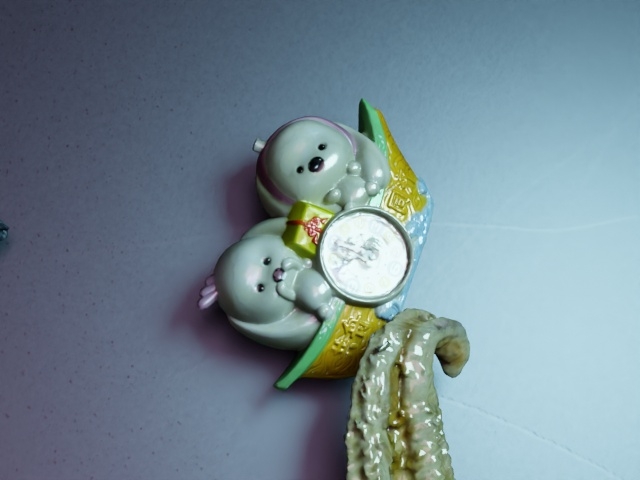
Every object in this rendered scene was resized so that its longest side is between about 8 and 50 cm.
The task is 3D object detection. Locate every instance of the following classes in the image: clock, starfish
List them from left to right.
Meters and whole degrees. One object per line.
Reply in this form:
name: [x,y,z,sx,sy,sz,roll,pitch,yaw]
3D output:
clock: [0.000,0.000,1.119,0.144,0.103,0.231,22,75,-8]
starfish: [0.141,0.271,1.063,0.432,0.082,0.324,43,65,-5]

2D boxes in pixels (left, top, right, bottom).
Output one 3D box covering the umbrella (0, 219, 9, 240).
umbrella: [-0.324,-0.074,1.130,0.071,0.080,0.224,-38,75,21]
